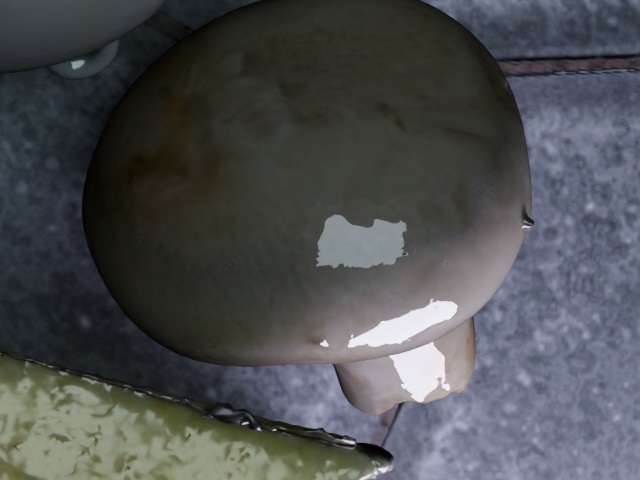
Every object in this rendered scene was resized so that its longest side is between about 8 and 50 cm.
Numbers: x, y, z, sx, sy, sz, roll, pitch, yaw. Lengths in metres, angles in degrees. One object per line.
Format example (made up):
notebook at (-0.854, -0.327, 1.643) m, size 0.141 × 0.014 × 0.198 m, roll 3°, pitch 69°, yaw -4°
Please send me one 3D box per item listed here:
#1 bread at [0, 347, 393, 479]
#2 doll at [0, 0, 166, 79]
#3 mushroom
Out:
bread at (-0.169, 0.081, 1.071) m, size 0.242 × 0.346 × 0.405 m, roll -42°, pitch 99°, yaw -11°
doll at (-0.210, -0.216, 1.017) m, size 0.376 × 0.187 × 0.365 m, roll -46°, pitch 140°, yaw -7°
mushroom at (0.000, 0.000, 1.180) m, size 0.293 × 0.292 × 0.290 m, roll -31°, pitch 134°, yaw -17°
